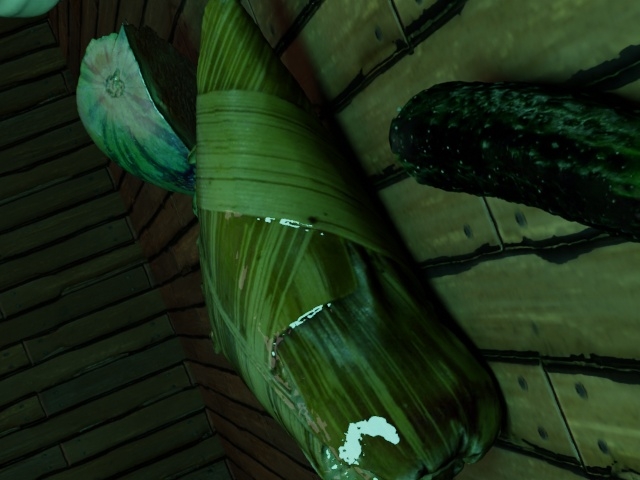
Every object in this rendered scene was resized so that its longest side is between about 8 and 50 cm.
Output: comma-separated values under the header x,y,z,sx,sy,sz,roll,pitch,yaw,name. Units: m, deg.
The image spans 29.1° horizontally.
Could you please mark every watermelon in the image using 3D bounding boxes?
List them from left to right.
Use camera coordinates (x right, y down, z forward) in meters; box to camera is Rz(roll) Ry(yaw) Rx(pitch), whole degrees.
x,y,z,sx,sy,sz,roll,pitch,yaw,name
-0.151,-0.096,1.208,0.146,0.128,0.231,54,-171,26,watermelon

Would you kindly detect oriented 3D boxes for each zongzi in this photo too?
x,y,z,sx,sy,sz,roll,pitch,yaw,name
0.000,0.000,0.802,0.286,0.134,0.288,40,143,53,zongzi

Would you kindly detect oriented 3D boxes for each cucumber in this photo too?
x,y,z,sx,sy,sz,roll,pitch,yaw,name
0.094,-0.032,0.474,0.215,0.058,0.052,-153,48,-68,cucumber

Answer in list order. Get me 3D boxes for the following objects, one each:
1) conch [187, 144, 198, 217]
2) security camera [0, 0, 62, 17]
x,y,z,sx,sy,sz,roll,pitch,yaw,name
-0.074,-0.077,1.098,0.105,0.079,0.170,58,150,18,conch
-0.197,-0.280,0.791,0.191,0.197,0.277,40,129,43,security camera
